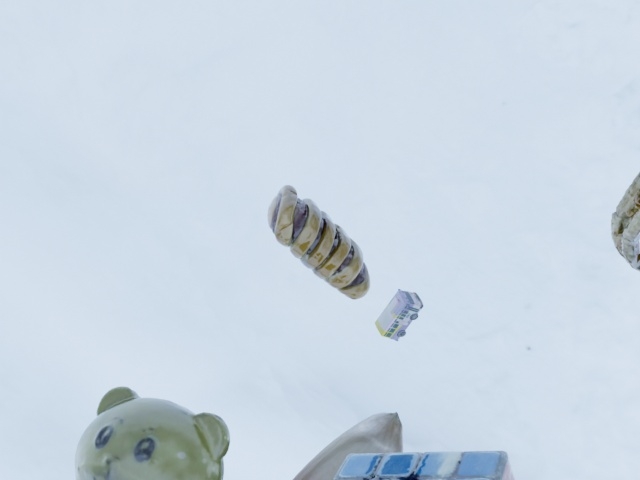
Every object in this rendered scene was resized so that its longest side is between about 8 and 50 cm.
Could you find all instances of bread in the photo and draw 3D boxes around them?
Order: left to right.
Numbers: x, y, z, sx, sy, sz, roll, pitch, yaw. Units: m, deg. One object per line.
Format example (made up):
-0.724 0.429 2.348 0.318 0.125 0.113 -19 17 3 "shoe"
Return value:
0.000 0.000 1.414 0.081 0.134 0.225 -43 118 13 "bread"

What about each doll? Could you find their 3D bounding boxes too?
-0.210 0.307 0.937 0.177 0.161 0.261 10 79 23 "doll"

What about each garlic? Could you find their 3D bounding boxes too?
0.048 0.465 1.603 0.318 0.112 0.143 -34 67 -21 "garlic"

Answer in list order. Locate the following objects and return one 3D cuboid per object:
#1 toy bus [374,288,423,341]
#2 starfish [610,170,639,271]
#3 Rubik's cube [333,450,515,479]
0.161 0.152 1.702 0.058 0.052 0.102 17 118 -31 "toy bus"
0.226 -0.020 0.342 0.146 0.190 0.074 -56 135 -17 "starfish"
0.135 0.456 1.102 0.256 0.259 0.253 -10 107 27 "Rubik's cube"
